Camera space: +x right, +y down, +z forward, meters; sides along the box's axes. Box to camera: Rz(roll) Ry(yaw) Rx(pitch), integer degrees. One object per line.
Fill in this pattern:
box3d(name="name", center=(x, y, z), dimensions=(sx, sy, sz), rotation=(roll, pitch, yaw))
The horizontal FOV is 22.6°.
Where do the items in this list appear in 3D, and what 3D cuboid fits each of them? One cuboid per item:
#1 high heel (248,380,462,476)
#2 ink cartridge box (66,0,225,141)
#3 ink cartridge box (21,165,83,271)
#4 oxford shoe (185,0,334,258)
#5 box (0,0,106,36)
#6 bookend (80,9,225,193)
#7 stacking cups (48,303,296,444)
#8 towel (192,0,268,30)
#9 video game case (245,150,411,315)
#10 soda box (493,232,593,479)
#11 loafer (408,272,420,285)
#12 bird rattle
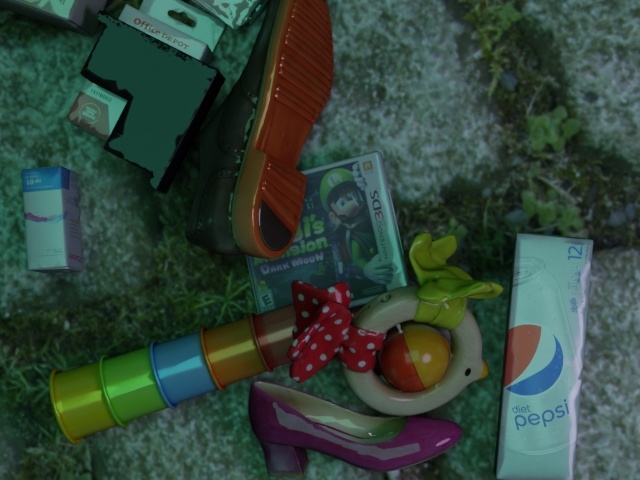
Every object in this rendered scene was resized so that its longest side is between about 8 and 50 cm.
box3d(name="high heel", center=(0.038, 0.205, 1.870), dimensions=(0.244, 0.082, 0.117), rotation=(-7, 109, 16))
box3d(name="ink cartridge box", center=(-0.208, -0.205, 1.937), dimensions=(0.115, 0.067, 0.198), rotation=(26, 87, 5))
box3d(name="ink cartridge box", center=(-0.321, -0.023, 1.921), dimensions=(0.052, 0.088, 0.122), rotation=(-6, 85, 4))
box3d(name="oxford shoe", center=(-0.080, -0.157, 1.893), dimensions=(0.132, 0.130, 0.364), rotation=(2, 68, 32))
box3d(name="box", center=(-0.292, -0.412, 1.884), dimensions=(0.148, 0.121, 0.311), rotation=(18, 89, 6))
box3d(name="bookend", center=(-0.217, -0.159, 1.864), dimensions=(0.156, 0.072, 0.157), rotation=(26, 89, 4))
box3d(name="stacking cups", center=(-0.155, 0.155, 1.888), dimensions=(0.316, 0.096, 0.096), rotation=(-16, 84, 4))
box3d(name="towel", center=(-0.125, -0.469, 1.959), dimensions=(0.317, 0.053, 0.332), rotation=(37, 90, 6))
box3d(name="video game case", center=(0.000, 0.000, 1.907), dimensions=(0.190, 0.022, 0.173), rotation=(-14, 84, 17))
box3d(name="soda box", center=(0.258, 0.138, 1.859), dimensions=(0.091, 0.098, 0.286), rotation=(5, 87, 5))
box3d(name="loafer", center=(0.109, 0.069, 1.907), dimensions=(0.125, 0.045, 0.039), rotation=(40, 105, 12))
box3d(name="bird rattle", center=(0.089, 0.115, 1.805), dimensions=(0.253, 0.143, 0.207), rotation=(-29, 118, -6))
